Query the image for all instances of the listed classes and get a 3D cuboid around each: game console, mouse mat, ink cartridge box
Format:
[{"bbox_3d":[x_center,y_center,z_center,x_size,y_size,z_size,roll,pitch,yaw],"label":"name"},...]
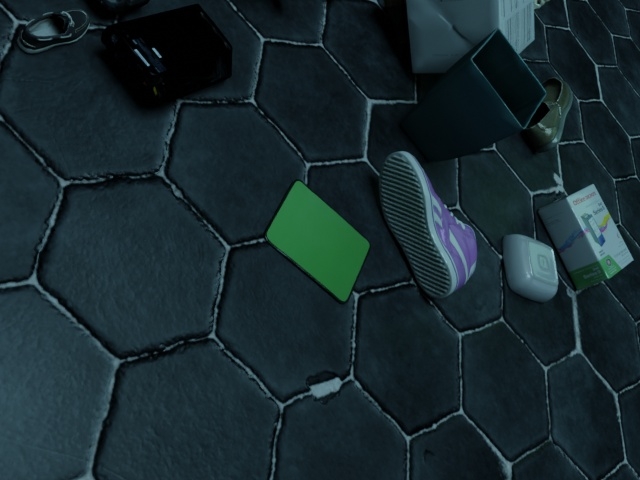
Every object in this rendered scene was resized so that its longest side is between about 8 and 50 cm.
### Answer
[{"bbox_3d":[-0.294,-0.384,1.094,0.361,0.044,0.213,52,38,-2],"label":"game console"},{"bbox_3d":[0.000,0.000,1.184,0.190,0.007,0.152,40,49,-16],"label":"mouse mat"},{"bbox_3d":[0.629,-0.011,1.656,0.154,0.093,0.212,-20,81,-43],"label":"ink cartridge box"}]

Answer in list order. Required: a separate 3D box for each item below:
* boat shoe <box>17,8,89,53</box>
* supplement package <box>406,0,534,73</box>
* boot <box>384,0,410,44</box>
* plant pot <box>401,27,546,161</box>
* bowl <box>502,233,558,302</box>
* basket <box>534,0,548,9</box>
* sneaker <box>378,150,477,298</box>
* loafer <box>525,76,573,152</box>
[{"bbox_3d":[-0.376,-0.307,0.998,0.046,0.038,0.125,53,46,-4],"label":"boat shoe"},{"bbox_3d":[0.331,-0.495,1.510,0.263,0.199,0.198,-44,132,-47],"label":"supplement package"},{"bbox_3d":[0.202,-0.513,1.578,0.219,0.082,0.106,-42,124,-54],"label":"boot"},{"bbox_3d":[0.289,-0.270,1.399,0.165,0.234,0.165,50,46,-10],"label":"plant pot"},{"bbox_3d":[0.462,0.055,1.512,0.142,0.053,0.142,19,60,-32],"label":"bowl"},{"bbox_3d":[0.532,-0.778,1.753,0.328,0.266,0.331,47,18,-11],"label":"basket"},{"bbox_3d":[0.212,-0.042,1.327,0.161,0.102,0.282,-24,96,-47],"label":"sneaker"},{"bbox_3d":[0.573,-0.336,1.767,0.087,0.094,0.251,40,49,-24],"label":"loafer"}]
